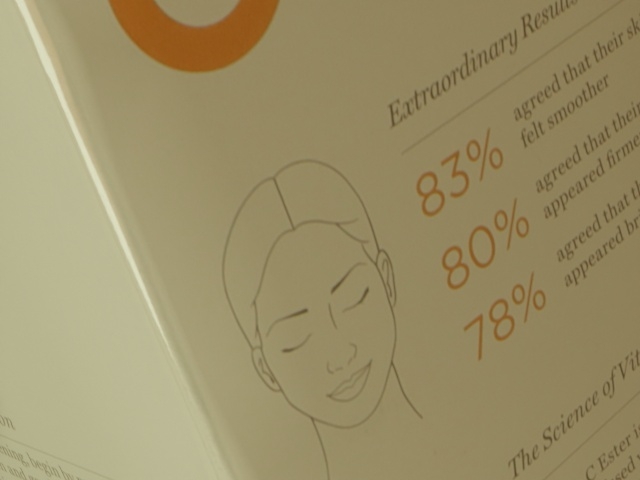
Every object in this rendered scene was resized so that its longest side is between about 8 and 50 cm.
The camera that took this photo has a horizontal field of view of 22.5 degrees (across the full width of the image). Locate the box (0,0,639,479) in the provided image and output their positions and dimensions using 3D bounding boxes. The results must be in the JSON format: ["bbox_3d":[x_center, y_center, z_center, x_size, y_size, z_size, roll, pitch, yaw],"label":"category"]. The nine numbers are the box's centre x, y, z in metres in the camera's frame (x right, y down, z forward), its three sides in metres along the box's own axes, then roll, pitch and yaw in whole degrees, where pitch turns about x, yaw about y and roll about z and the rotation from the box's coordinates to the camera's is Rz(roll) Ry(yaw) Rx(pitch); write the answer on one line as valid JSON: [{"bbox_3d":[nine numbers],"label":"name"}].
[{"bbox_3d":[0.000,0.000,0.491,0.168,0.215,0.345,9,126,49],"label":"box"}]
